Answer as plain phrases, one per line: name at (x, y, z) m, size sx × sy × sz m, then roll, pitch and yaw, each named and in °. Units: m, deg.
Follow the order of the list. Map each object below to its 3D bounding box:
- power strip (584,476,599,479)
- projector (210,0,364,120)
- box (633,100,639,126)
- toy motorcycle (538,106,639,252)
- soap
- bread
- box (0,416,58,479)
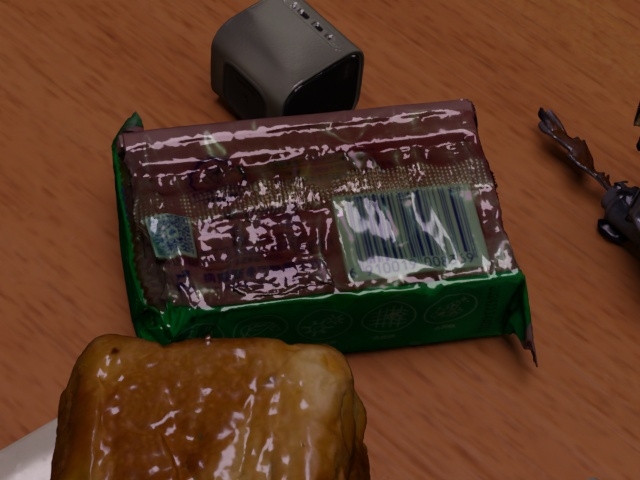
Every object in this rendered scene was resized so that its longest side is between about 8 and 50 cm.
power strip at (0.124, 0.212, 1.045) m, size 0.175 × 0.042 × 0.075 m, roll -19°, pitch 58°, yaw -16°
projector at (-0.025, -0.126, 1.246) m, size 0.083 × 0.083 × 0.082 m, roll -34°, pitch 63°, yaw -25°
box at (0.311, -0.066, 1.102) m, size 0.207 × 0.041 × 0.050 m, roll 21°, pitch 53°, yaw 2°
toy motorcycle at (0.298, 0.008, 1.154) m, size 0.207 × 0.134 × 0.401 m, roll -23°, pitch 61°, yaw -27°
soap at (0.000, -0.002, 1.152) m, size 0.273 × 0.098 × 0.218 m, roll -7°, pitch 55°, yaw -9°
bread at (-0.069, 0.212, 0.882) m, size 0.195 × 0.149 × 0.344 m, roll 1°, pitch 56°, yaw 8°
box at (-0.122, 0.232, 0.993) m, size 0.164 × 0.069 × 0.256 m, roll -29°, pitch 63°, yaw -23°
